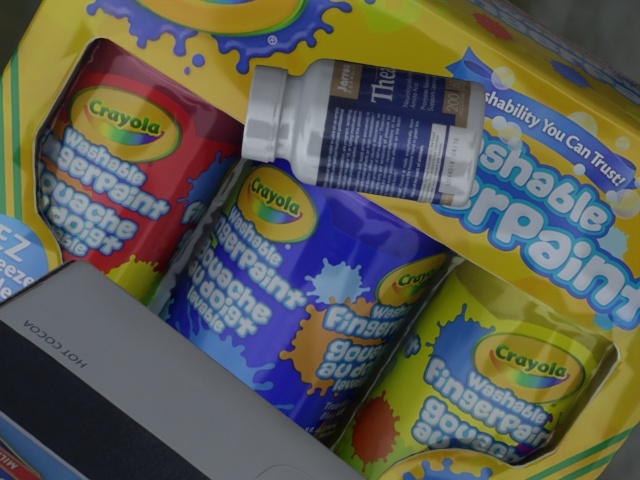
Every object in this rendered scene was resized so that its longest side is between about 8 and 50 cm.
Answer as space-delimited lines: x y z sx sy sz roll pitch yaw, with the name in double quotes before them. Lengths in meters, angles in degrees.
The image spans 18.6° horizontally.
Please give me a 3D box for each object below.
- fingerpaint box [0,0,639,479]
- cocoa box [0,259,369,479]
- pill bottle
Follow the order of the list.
"fingerpaint box" 0.000 0.000 1.243 0.445 0.163 0.371 31 109 -5
"cocoa box" -0.061 0.222 0.720 0.347 0.228 0.231 36 129 17
"pill bottle" 0.022 -0.058 1.013 0.120 0.067 0.067 9 149 -1
